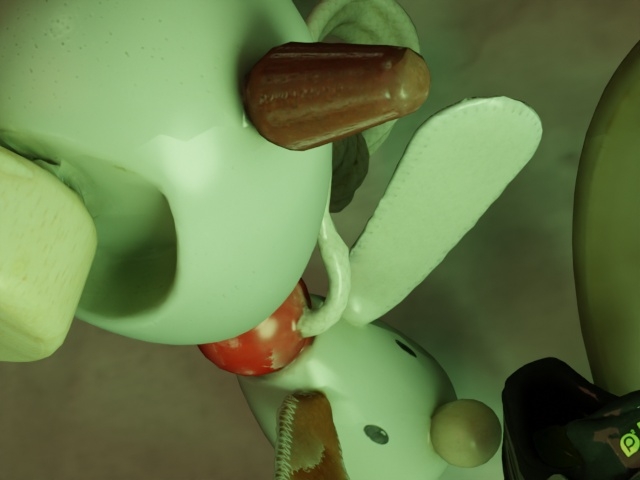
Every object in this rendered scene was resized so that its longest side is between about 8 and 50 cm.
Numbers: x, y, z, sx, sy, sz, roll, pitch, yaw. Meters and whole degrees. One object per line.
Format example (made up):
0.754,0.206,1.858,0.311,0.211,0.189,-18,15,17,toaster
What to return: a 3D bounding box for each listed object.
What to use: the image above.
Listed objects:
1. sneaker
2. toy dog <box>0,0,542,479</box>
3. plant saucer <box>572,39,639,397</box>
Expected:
0.110,0.090,0.473,0.188,0.067,0.078,33,146,60,sneaker
0.000,0.000,0.469,0.161,0.333,0.220,9,87,31,toy dog
0.173,0.054,0.438,0.278,0.041,0.278,47,150,39,plant saucer
